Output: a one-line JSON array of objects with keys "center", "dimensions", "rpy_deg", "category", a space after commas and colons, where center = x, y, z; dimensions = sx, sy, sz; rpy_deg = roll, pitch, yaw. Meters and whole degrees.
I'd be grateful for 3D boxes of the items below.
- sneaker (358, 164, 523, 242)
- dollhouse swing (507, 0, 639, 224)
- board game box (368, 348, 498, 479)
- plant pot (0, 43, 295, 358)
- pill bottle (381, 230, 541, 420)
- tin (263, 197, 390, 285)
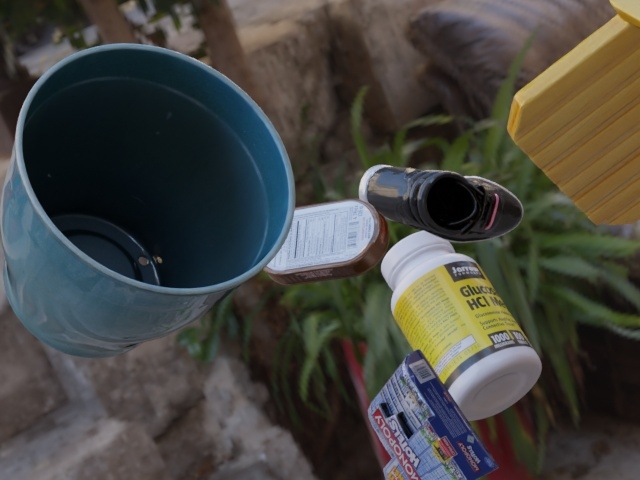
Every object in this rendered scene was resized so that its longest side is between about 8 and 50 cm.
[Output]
[{"center": [0.212, -0.042, 1.821], "dimensions": [0.296, 0.104, 0.147], "rpy_deg": [10, 5, -35], "category": "sneaker"}, {"center": [0.456, -0.117, 1.480], "dimensions": [0.305, 0.347, 0.315], "rpy_deg": [-47, 40, 5], "category": "dollhouse swing"}, {"center": [0.131, 0.282, 1.732], "dimensions": [0.060, 0.194, 0.194], "rpy_deg": [-19, -26, -33], "category": "board game box"}, {"center": [-0.198, -0.012, 1.264], "dimensions": [0.271, 0.271, 0.255], "rpy_deg": [-37, -8, -39], "category": "plant pot"}, {"center": [0.246, 0.147, 2.311], "dimensions": [0.188, 0.188, 0.334], "rpy_deg": [-25, 57, -8], "category": "pill bottle"}, {"center": [0.000, 0.000, 1.681], "dimensions": [0.189, 0.040, 0.106], "rpy_deg": [-9, 56, 25], "category": "tin"}]
